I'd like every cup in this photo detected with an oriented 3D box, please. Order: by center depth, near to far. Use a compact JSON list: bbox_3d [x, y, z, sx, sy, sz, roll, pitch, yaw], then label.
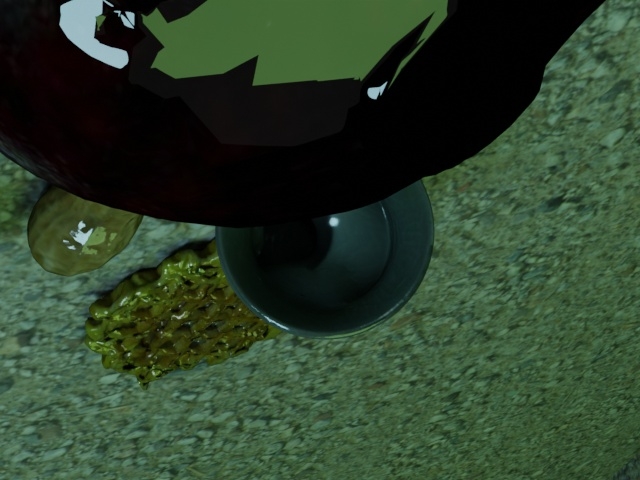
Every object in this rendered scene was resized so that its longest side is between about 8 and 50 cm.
[{"bbox_3d":[0.000,0.000,1.319,0.199,0.199,0.150,-22,174,-6],"label":"cup"}]

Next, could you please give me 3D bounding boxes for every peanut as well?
[{"bbox_3d":[-0.172,-0.040,1.162,0.193,0.089,0.089,-40,151,31],"label":"peanut"}]

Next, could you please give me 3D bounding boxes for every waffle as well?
[{"bbox_3d":[-0.124,0.075,1.471,0.245,0.052,0.254,-24,154,1],"label":"waffle"}]

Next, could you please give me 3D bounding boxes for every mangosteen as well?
[{"bbox_3d":[-0.030,-0.198,0.635,0.381,0.381,0.421,-13,153,-24],"label":"mangosteen"}]
